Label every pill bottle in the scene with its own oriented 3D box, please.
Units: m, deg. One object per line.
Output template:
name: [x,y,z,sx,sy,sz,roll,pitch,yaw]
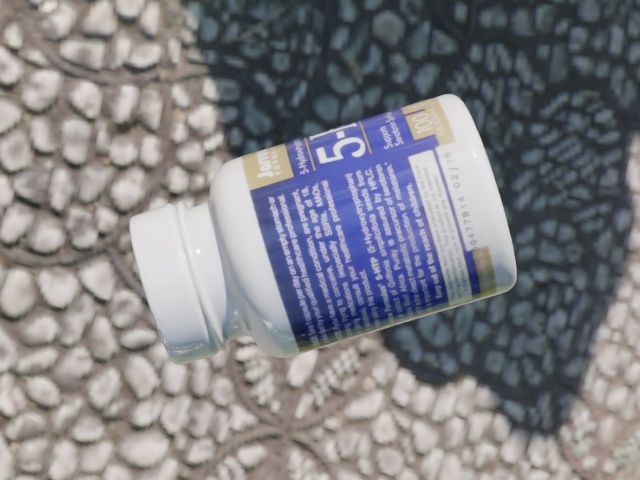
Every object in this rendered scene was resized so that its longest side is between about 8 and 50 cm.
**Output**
pill bottle: [0.000,0.000,0.859,0.187,0.112,0.112,-17,117,0]
